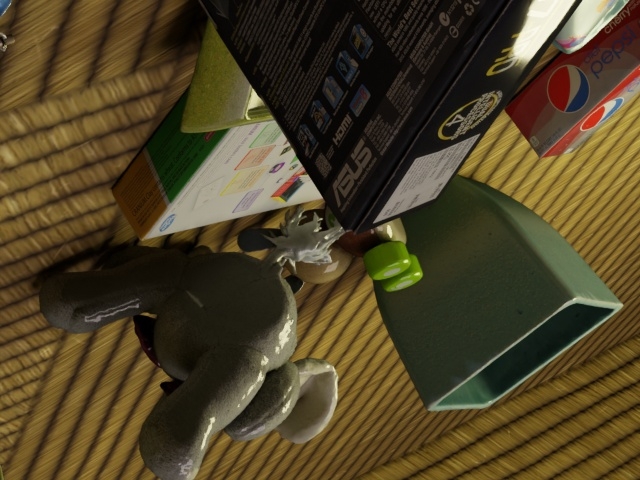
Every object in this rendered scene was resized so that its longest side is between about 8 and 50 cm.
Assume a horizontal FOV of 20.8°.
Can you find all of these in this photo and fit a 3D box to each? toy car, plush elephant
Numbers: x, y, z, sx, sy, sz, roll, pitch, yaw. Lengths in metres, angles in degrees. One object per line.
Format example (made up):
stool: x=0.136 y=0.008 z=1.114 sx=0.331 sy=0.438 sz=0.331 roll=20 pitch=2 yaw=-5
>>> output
toy car: x=0.000 y=0.000 z=2.019 sx=0.188 sy=0.155 sz=0.149 roll=-23 pitch=164 yaw=8
plush elephant: x=-0.118 y=0.127 z=1.909 sx=0.330 sy=0.272 sz=0.255 roll=-35 pitch=155 yaw=-24

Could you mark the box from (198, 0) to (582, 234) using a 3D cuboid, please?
box: x=0.037 y=-0.238 z=1.136 sx=0.097 sy=0.318 sz=0.395 roll=-23 pitch=158 yaw=-33

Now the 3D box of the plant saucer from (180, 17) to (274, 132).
plant saucer: x=-0.022 y=-0.178 z=1.528 sx=0.188 sy=0.045 sz=0.188 roll=-15 pitch=130 yaw=-46

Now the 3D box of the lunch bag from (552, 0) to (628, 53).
lunch bag: x=0.268 y=-0.330 z=1.575 sx=0.262 sy=0.160 sz=0.223 roll=-42 pitch=161 yaw=-9

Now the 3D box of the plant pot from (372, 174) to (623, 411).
plant pot: x=0.210 y=0.054 z=2.331 sx=0.248 sy=0.252 sz=0.247 roll=-38 pitch=161 yaw=17

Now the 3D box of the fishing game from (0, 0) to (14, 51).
fishing game: x=-0.257 y=-0.188 z=1.221 sx=0.189 sy=0.041 sz=0.264 roll=-21 pitch=159 yaw=-26

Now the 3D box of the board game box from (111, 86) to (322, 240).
board game box: x=-0.027 y=-0.118 z=1.767 sx=0.316 sy=0.064 sz=0.242 roll=-14 pitch=154 yaw=-47

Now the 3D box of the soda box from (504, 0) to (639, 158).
soda box: x=0.353 y=-0.215 z=2.146 sx=0.263 sy=0.083 sz=0.092 roll=-45 pitch=160 yaw=32

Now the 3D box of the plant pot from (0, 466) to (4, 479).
plant pot: x=-0.482 y=0.264 z=1.584 sx=0.293 sy=0.275 sz=0.274 roll=-28 pitch=170 yaw=41
